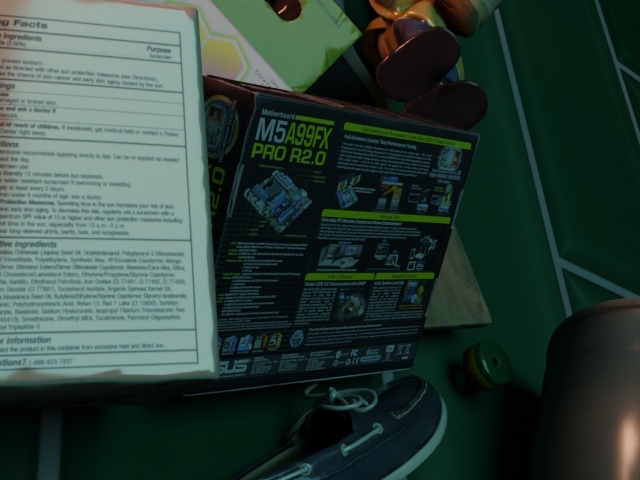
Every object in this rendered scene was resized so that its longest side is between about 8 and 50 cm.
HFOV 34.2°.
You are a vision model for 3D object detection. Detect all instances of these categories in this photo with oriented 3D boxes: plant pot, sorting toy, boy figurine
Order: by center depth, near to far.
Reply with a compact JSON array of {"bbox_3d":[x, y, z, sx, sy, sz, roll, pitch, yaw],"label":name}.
[{"bbox_3d":[0.304,0.234,0.937,0.271,0.271,0.255,41,55,-19],"label":"plant pot"},{"bbox_3d":[0.087,0.021,1.008,0.132,0.046,0.274,2,63,-47],"label":"sorting toy"},{"bbox_3d":[0.092,-0.191,1.049,0.177,0.092,0.285,58,7,-21],"label":"boy figurine"}]

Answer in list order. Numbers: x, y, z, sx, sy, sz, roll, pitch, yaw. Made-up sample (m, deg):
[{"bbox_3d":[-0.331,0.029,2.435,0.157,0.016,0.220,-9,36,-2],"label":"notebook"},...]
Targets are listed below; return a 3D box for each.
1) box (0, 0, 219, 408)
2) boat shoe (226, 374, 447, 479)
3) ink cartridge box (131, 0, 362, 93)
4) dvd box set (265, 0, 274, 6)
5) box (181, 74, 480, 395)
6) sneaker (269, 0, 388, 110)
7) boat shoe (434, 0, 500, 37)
[{"bbox_3d":[-0.155,-0.019,0.632,0.148,0.127,0.232,1,75,-23],"label":"box"},{"bbox_3d":[0.010,0.157,0.790,0.254,0.095,0.079,-30,99,-44],"label":"boat shoe"},{"bbox_3d":[-0.087,-0.160,0.814,0.189,0.097,0.255,47,70,-13],"label":"ink cartridge box"},{"bbox_3d":[-0.157,-0.424,1.055,0.420,0.062,0.308,31,44,-30],"label":"dvd box set"},{"bbox_3d":[0.000,0.000,0.804,0.270,0.060,0.216,1,107,-49],"label":"box"},{"bbox_3d":[-0.018,-0.145,1.004,0.083,0.118,0.222,50,-1,38],"label":"sneaker"},{"bbox_3d":[0.158,-0.303,1.175,0.121,0.110,0.341,48,7,-17],"label":"boat shoe"}]
